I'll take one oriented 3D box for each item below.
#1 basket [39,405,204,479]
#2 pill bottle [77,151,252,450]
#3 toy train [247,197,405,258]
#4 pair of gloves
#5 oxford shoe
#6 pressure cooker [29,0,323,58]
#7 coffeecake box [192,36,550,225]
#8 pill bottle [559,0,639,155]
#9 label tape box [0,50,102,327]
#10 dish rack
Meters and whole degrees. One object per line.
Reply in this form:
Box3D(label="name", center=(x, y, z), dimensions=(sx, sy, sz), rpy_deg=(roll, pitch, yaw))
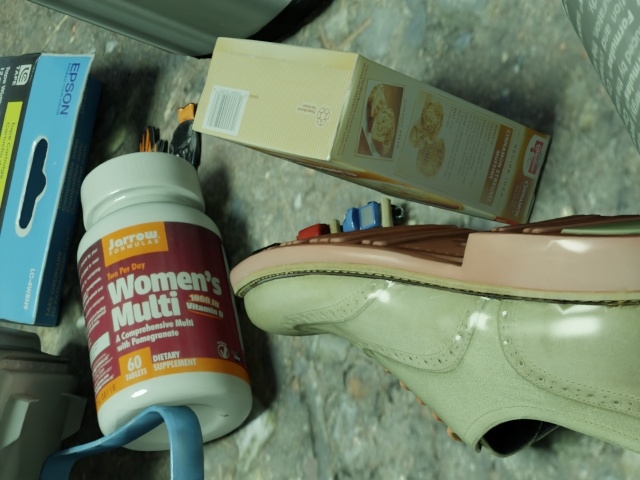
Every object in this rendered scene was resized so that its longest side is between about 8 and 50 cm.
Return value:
Box3D(label="basket", center=(-0.143, 0.278, 0.947), dimensions=(0.255, 0.201, 0.288), rpy_deg=(-30, 64, 56))
Box3D(label="pill bottle", center=(-0.130, 0.046, 1.074), dimensions=(0.121, 0.121, 0.221), rpy_deg=(-36, 55, 35))
Box3D(label="toy train", center=(0.000, 0.000, 1.009), dimensions=(0.158, 0.036, 0.027), rpy_deg=(-22, 63, 41))
Box3D(label="pair of gloves", center=(-0.137, -0.079, 1.202), dimensions=(0.083, 0.010, 0.074), rpy_deg=(-22, 62, 39))
Box3D(label="oxford shoe", center=(0.072, 0.063, 0.843), dimensions=(0.397, 0.141, 0.146), rpy_deg=(-1, 95, 55))
Box3D(label="pressure cooker", center=(-0.187, -0.357, 1.034), dimensions=(0.370, 0.420, 0.375), rpy_deg=(0, 78, 49))
Box3D(label="coffeecake box", center=(0.035, -0.071, 0.881), dimensions=(0.142, 0.186, 0.068), rpy_deg=(16, 90, 49))
Box3D(label="pill bottle", center=(0.248, -0.081, 0.641), dimensions=(0.204, 0.204, 0.361), rpy_deg=(-41, 51, 32))
Box3D(label="label tape box", center=(-0.308, -0.046, 1.304), dimensions=(0.348, 0.115, 0.249), rpy_deg=(5, 82, 45))
Box3D(label="dish rack", center=(-0.269, 0.214, 1.089), dimensions=(0.333, 0.072, 0.285), rpy_deg=(87, -164, -84))
